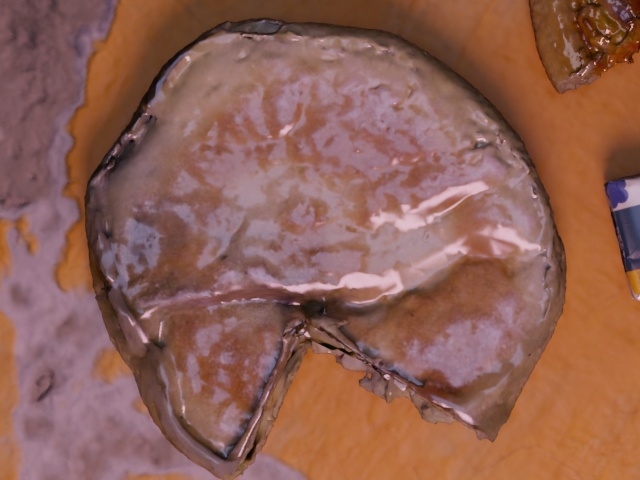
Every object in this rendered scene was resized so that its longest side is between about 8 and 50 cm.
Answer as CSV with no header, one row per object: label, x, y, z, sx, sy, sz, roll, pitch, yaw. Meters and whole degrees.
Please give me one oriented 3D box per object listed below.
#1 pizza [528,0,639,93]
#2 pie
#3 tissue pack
pizza,0.209,-0.216,1.167,0.127,0.058,0.246,37,95,4
pie,0.000,0.000,1.179,0.337,0.075,0.338,-1,84,7
tissue pack,0.229,-0.006,1.171,0.062,0.042,0.083,-13,89,3
